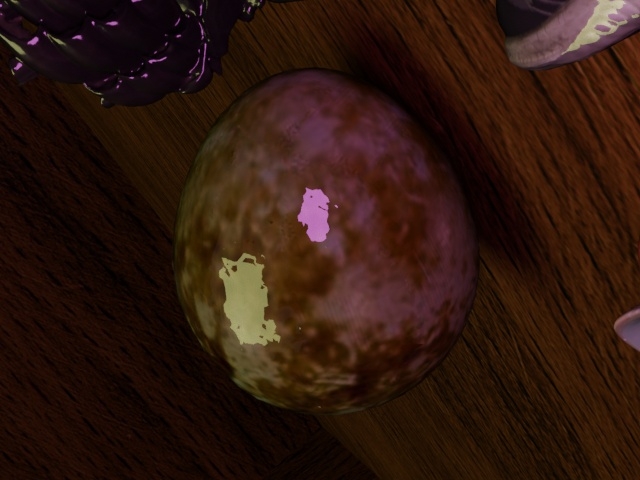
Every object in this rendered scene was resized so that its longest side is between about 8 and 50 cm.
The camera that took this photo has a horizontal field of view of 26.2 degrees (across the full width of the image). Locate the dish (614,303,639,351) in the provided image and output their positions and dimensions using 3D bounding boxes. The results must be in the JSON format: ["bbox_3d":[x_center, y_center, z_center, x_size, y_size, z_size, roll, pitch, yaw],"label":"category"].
[{"bbox_3d":[0.267,0.098,0.721,0.212,0.077,0.151,49,172,-2],"label":"dish"}]

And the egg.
[{"bbox_3d":[0.000,0.000,1.060,0.238,0.238,0.289,39,156,45],"label":"egg"}]

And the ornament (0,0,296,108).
[{"bbox_3d":[-0.156,-0.196,0.952,0.251,0.260,0.106,54,175,-35],"label":"ornament"}]

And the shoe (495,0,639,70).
[{"bbox_3d":[0.111,-0.137,0.495,0.112,0.099,0.227,57,166,-4],"label":"shoe"}]

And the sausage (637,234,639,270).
[{"bbox_3d":[0.226,0.057,0.877,0.034,0.034,0.253,42,169,35],"label":"sausage"}]
